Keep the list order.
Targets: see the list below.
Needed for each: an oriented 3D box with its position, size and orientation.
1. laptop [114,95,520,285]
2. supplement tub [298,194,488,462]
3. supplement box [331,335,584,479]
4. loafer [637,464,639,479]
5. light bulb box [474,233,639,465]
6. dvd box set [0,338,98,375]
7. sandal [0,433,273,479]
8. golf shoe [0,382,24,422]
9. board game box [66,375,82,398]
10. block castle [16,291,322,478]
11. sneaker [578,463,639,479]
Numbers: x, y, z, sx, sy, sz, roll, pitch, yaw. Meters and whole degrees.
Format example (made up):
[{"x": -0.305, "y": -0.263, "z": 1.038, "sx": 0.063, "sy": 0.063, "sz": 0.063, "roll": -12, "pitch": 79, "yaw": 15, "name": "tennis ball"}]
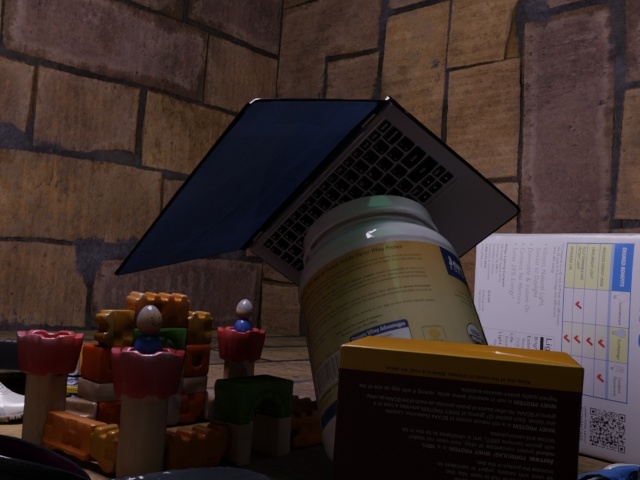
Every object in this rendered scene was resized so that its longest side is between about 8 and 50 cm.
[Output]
[{"x": 0.000, "y": 0.000, "z": 1.017, "sx": 0.408, "sy": 0.236, "sz": 0.382, "roll": 38, "pitch": -51, "yaw": -12, "name": "laptop"}, {"x": 0.093, "y": 0.119, "z": 0.916, "sx": 0.229, "sy": 0.316, "sz": 0.228, "roll": -7, "pitch": -37, "yaw": -5, "name": "supplement tub"}, {"x": 0.115, "y": 0.190, "z": 0.607, "sx": 0.192, "sy": 0.194, "sz": 0.129, "roll": 3, "pitch": -3, "yaw": 14, "name": "supplement box"}, {"x": 0.405, "y": 0.275, "z": 0.760, "sx": 0.078, "sy": 0.080, "sz": 0.220, "roll": 0, "pitch": -5, "yaw": 43, "name": "loafer"}, {"x": 0.467, "y": 0.168, "z": 1.205, "sx": 0.225, "sy": 0.357, "sz": 0.361, "roll": 4, "pitch": -2, "yaw": -39, "name": "light bulb box"}, {"x": -0.526, "y": 0.246, "z": 1.498, "sx": 0.308, "sy": 0.062, "sz": 0.420, "roll": 1, "pitch": -9, "yaw": 16, "name": "dvd box set"}, {"x": -0.244, "y": 0.208, "z": 0.579, "sx": 0.446, "sy": 0.106, "sz": 0.168, "roll": 4, "pitch": -5, "yaw": -36, "name": "sandal"}, {"x": -0.515, "y": 0.233, "z": 1.082, "sx": 0.176, "sy": 0.085, "sz": 0.069, "roll": 6, "pitch": -6, "yaw": -9, "name": "golf shoe"}, {"x": -0.395, "y": 0.267, "z": 1.214, "sx": 0.171, "sy": 0.048, "sz": 0.141, "roll": 4, "pitch": -5, "yaw": -5, "name": "board game box"}, {"x": -0.175, "y": 0.188, "z": 1.030, "sx": 0.303, "sy": 0.212, "sz": 0.453, "roll": 1, "pitch": -4, "yaw": 39, "name": "block castle"}, {"x": 0.316, "y": 0.279, "z": 0.768, "sx": 0.152, "sy": 0.058, "sz": 0.084, "roll": 0, "pitch": -9, "yaw": -8, "name": "sneaker"}]
